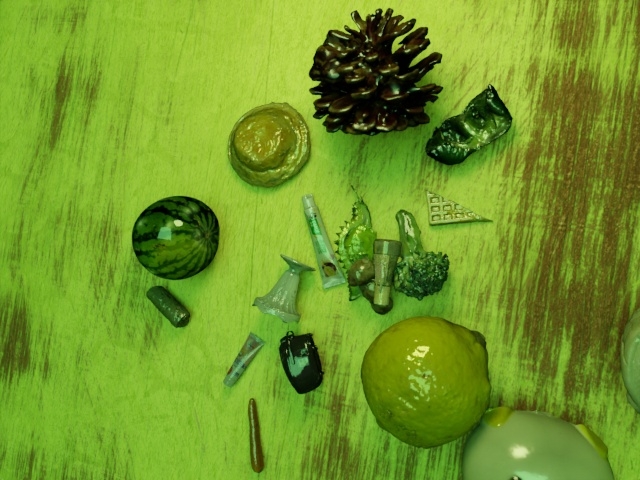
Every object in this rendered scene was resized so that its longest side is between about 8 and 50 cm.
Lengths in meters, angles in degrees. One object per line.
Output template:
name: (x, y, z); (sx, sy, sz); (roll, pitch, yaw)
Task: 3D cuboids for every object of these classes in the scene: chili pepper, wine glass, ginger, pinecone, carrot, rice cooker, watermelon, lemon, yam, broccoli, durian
chili pepper: (0.442, -0.326, 1.570); (0.265, 0.116, 0.148); (-39, 88, 13)
wine glass: (-0.111, 0.156, 1.691); (0.165, 0.165, 0.196); (23, 91, 18)
ginger: (0.158, 0.145, 1.605); (0.104, 0.080, 0.204); (-43, 117, -10)
pinecone: (0.165, -0.476, 1.499); (0.398, 0.398, 0.397); (-1, 86, 18)
carrot: (-0.222, 0.659, 1.758); (0.043, 0.043, 0.247); (-9, 82, 17)
rice cooker: (-0.062, 0.386, 1.669); (0.119, 0.142, 0.202); (-17, 82, 4)
watermelon: (-0.486, -0.010, 1.755); (0.285, 0.285, 0.285); (-1, 86, 18)
lemon: (0.296, 0.382, 1.451); (0.387, 0.350, 0.350); (-46, 75, 7)
yam: (-0.544, 0.237, 1.869); (0.179, 0.078, 0.078); (39, 99, 18)
broccoli: (0.280, 0.058, 1.600); (0.274, 0.177, 0.198); (65, 144, 39)
durian: (0.114, 0.011, 1.652); (0.132, 0.107, 0.374); (3, 92, 13)

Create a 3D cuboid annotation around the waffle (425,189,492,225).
waffle: (0.424, -0.109, 1.598); (0.191, 0.032, 0.125); (-7, 82, 16)

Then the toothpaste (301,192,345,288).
toothpaste: (0.000, 0.000, 1.721); (0.058, 0.056, 0.314); (-27, 79, 60)

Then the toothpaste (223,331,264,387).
toothpaste: (-0.267, 0.414, 1.788); (0.067, 0.043, 0.194); (32, 91, 20)

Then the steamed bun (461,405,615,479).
steamed bun: (0.563, 0.618, 1.362); (0.374, 0.334, 0.333); (9, 90, 13)

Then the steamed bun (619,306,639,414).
steamed bun: (0.910, 0.359, 1.304); (0.383, 0.247, 0.236); (51, 122, 14)

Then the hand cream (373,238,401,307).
hand cream: (0.186, 0.097, 1.533); (0.084, 0.084, 0.203); (7, 89, 18)

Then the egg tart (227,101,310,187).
egg tart: (-0.190, -0.332, 1.759); (0.319, 0.128, 0.318); (-2, 84, 19)
